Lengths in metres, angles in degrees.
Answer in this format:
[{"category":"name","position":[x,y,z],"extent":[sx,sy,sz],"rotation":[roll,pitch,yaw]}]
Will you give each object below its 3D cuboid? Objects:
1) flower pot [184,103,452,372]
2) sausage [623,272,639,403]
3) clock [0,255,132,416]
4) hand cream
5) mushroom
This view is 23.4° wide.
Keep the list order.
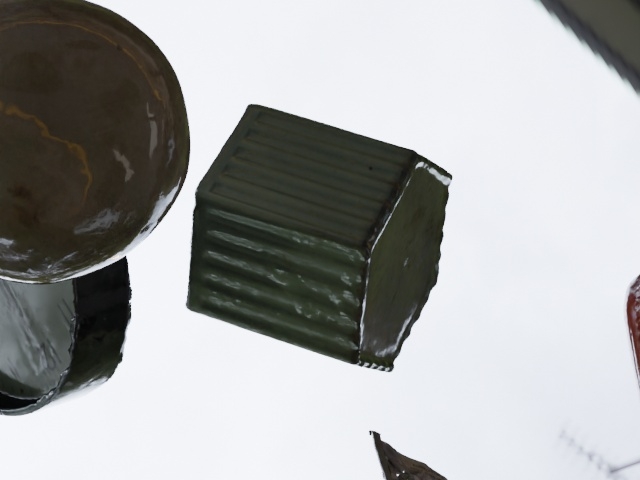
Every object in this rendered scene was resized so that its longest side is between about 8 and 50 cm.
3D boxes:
[{"category":"flower pot","position":[0.000,0.000,1.483],"extent":[0.190,0.239,0.209],"rotation":[18,-152,21]},{"category":"sausage","position":[0.291,0.136,1.233],"extent":[0.074,0.074,0.274],"rotation":[3,-110,-36]},{"category":"clock","position":[-0.286,0.003,1.330],"extent":[0.061,0.312,0.312],"rotation":[-23,-96,-43]},{"category":"hand cream","position":[0.125,0.272,1.469],"extent":[0.257,0.050,0.084],"rotation":[51,-164,-36]},{"category":"mushroom","position":[-0.194,-0.076,1.088],"extent":[0.204,0.204,0.204],"rotation":[17,-121,-31]}]
